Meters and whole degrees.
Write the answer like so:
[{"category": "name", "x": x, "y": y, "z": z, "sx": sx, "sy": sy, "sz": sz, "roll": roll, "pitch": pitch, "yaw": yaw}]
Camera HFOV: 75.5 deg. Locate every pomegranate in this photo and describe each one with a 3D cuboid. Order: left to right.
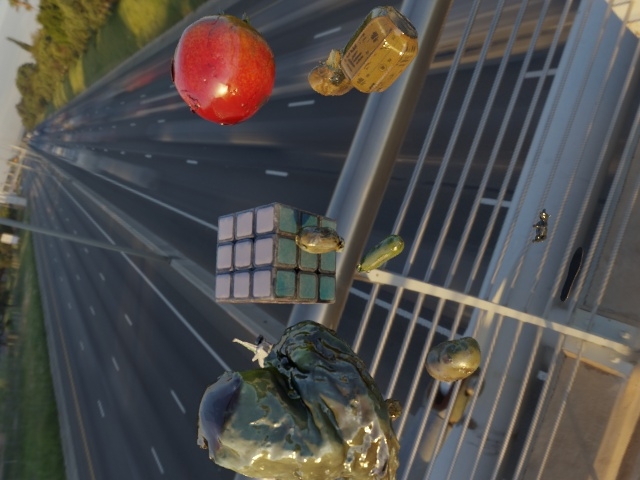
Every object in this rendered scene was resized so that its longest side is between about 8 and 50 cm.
[{"category": "pomegranate", "x": -0.194, "y": -0.355, "z": 0.848, "sx": 0.210, "sy": 0.210, "sz": 0.235, "roll": -17, "pitch": 59, "yaw": 47}]

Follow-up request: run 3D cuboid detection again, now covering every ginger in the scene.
[{"category": "ginger", "x": 0.102, "y": -0.607, "z": 1.444, "sx": 0.270, "sy": 0.219, "sz": 0.123, "roll": -22, "pitch": 77, "yaw": 38}]

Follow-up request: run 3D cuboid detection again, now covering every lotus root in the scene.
[{"category": "lotus root", "x": 0.000, "y": -0.003, "z": 1.239, "sx": 0.088, "sy": 0.165, "sz": 0.088, "roll": -171, "pitch": 90, "yaw": -72}]

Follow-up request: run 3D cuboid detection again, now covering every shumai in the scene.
[{"category": "shumai", "x": -0.057, "y": 0.306, "z": 0.670, "sx": 0.309, "sy": 0.263, "sz": 0.304, "roll": -22, "pitch": 83, "yaw": 62}]

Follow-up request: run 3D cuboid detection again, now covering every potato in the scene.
[{"category": "potato", "x": 0.538, "y": 0.481, "z": 1.674, "sx": 0.262, "sy": 0.165, "sz": 0.165, "roll": 123, "pitch": 144, "yaw": -47}]

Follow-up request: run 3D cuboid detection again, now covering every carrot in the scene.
[{"category": "carrot", "x": 0.193, "y": 0.517, "z": 1.229, "sx": 0.229, "sy": 0.069, "sz": 0.069, "roll": 96, "pitch": 166, "yaw": -57}]

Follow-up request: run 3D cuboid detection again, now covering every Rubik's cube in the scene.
[{"category": "Rubik's cube", "x": -0.148, "y": 0.061, "z": 1.398, "sx": 0.303, "sy": 0.305, "sz": 0.301, "roll": -7, "pitch": 79, "yaw": 39}]

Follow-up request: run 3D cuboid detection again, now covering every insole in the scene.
[{"category": "insole", "x": 0.816, "y": 0.111, "z": 1.343, "sx": 0.064, "sy": 0.004, "sz": 0.188, "roll": -36, "pitch": -38, "yaw": -80}]

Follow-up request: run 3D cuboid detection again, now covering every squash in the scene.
[{"category": "squash", "x": 0.143, "y": 0.034, "z": 0.994, "sx": 0.183, "sy": 0.052, "sz": 0.052, "roll": 130, "pitch": 141, "yaw": -55}]

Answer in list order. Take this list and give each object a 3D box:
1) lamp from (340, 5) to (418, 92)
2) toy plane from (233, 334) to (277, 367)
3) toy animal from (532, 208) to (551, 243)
[{"category": "lamp", "x": 0.148, "y": -0.480, "z": 1.054, "sx": 0.185, "sy": 0.161, "sz": 0.161, "roll": -40, "pitch": 48, "yaw": 43}, {"category": "toy plane", "x": -0.214, "y": 0.444, "z": 1.622, "sx": 0.251, "sy": 0.255, "sz": 0.101, "roll": 26, "pitch": 70, "yaw": 15}, {"category": "toy animal", "x": 0.840, "y": -0.056, "z": 1.569, "sx": 0.047, "sy": 0.065, "sz": 0.136, "roll": 14, "pitch": 113, "yaw": 48}]
